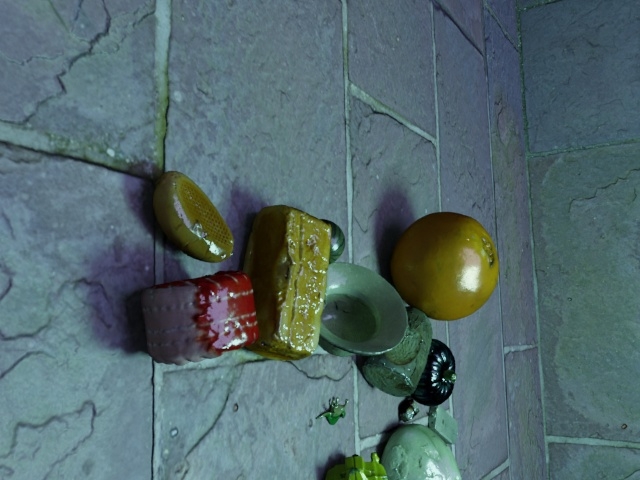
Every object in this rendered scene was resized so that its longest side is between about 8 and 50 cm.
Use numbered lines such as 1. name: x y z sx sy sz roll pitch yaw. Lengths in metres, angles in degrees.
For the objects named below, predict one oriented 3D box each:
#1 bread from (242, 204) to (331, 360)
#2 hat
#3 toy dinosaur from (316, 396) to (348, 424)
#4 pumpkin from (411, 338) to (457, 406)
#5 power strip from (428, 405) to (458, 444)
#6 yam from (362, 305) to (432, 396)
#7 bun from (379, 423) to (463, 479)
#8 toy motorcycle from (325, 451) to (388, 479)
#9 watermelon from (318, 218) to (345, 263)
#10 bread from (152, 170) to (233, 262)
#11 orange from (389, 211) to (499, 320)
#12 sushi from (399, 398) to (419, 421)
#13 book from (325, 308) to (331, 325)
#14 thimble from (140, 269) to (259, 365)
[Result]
1. bread: -0.068 0.085 1.233 0.166 0.132 0.295 31 60 -52
2. hat: 0.054 0.183 1.392 0.257 0.257 0.130 -51 169 -49
3. toy dinosaur: 0.030 0.403 1.446 0.119 0.029 0.061 -13 113 -56
4. pumpkin: 0.320 0.383 1.817 0.194 0.149 0.194 10 90 -77
5. power strip: 0.391 0.588 2.000 0.227 0.029 0.080 48 49 -45
6. yam: 0.209 0.302 1.646 0.254 0.153 0.154 -52 128 -53
7. bun: 0.286 0.640 1.671 0.293 0.187 0.294 15 71 -54
8. toy motorcycle: 0.094 0.662 1.400 0.206 0.142 0.343 -178 -99 -83
9. watermelon: 0.000 0.000 1.398 0.133 0.105 0.105 -119 -173 -66
10. bread: -0.221 -0.033 1.057 0.189 0.077 0.114 57 20 -35
11. orange: 0.349 0.073 1.765 0.312 0.311 0.313 15 73 -57
12. sushi: 0.249 0.483 1.786 0.083 0.044 0.046 -16 77 -60
13. book: 0.060 0.159 1.542 0.181 0.014 0.127 9 77 -57
14. thimble: -0.189 0.120 0.997 0.189 0.163 0.125 -12 93 -65
